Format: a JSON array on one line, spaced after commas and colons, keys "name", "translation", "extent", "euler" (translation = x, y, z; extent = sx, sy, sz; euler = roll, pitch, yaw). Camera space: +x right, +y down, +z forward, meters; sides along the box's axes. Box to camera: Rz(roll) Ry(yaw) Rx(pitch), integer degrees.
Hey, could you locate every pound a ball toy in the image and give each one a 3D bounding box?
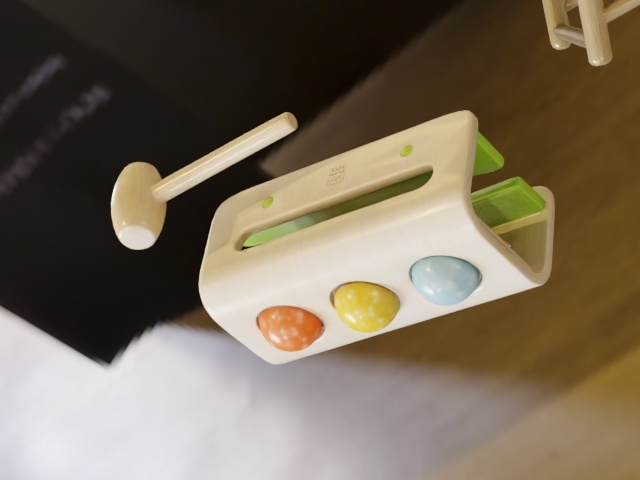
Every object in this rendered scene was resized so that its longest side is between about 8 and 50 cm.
[{"name": "pound a ball toy", "translation": [0.000, 0.000, 1.548], "extent": [0.319, 0.208, 0.136], "euler": [-19, 47, 34]}]

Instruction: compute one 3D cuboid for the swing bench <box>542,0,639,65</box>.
[{"name": "swing bench", "translation": [0.212, -0.292, 1.511], "extent": [0.165, 0.255, 0.253], "euler": [-29, 7, 3]}]
